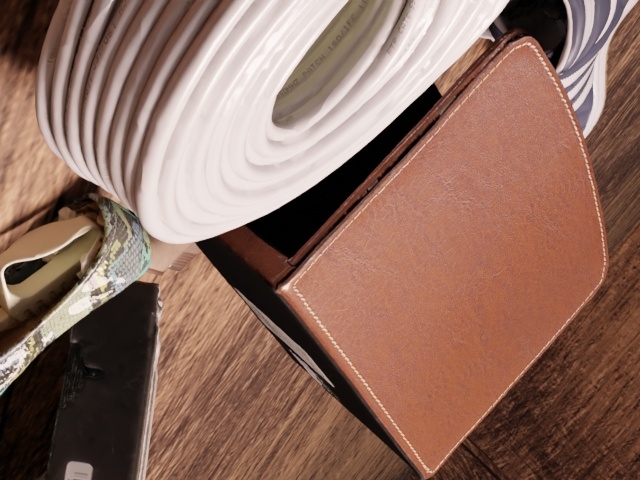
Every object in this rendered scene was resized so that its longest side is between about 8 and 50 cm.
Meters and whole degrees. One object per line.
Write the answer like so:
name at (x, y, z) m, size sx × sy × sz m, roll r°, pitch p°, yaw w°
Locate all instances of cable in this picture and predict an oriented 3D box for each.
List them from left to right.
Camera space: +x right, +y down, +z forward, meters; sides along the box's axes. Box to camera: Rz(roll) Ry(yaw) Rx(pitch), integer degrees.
cable at (-0.007, -0.107, 0.638) m, size 0.257 × 0.089 × 0.257 m, roll -20°, pitch 152°, yaw -56°

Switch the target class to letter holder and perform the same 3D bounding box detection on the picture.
letter holder at (0.051, -0.018, 0.895) m, size 0.214 × 0.152 × 0.302 m, roll -45°, pitch 146°, yaw -7°

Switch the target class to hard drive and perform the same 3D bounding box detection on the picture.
hard drive at (-0.168, 0.207, 0.977) m, size 0.339 × 0.064 × 0.237 m, roll 113°, pitch -16°, yaw -55°

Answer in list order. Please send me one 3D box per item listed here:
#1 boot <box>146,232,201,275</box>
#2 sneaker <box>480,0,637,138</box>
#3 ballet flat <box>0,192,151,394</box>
boot at (-0.089, -0.021, 0.904) m, size 0.087 × 0.042 × 0.118 m, roll -53°, pitch 165°, yaw 8°
sneaker at (0.176, -0.142, 1.146) m, size 0.153 × 0.099 × 0.282 m, roll -40°, pitch 158°, yaw -37°
ballet flat at (-0.182, 0.039, 0.793) m, size 0.188 × 0.070 × 0.070 m, roll -43°, pitch 165°, yaw -14°
